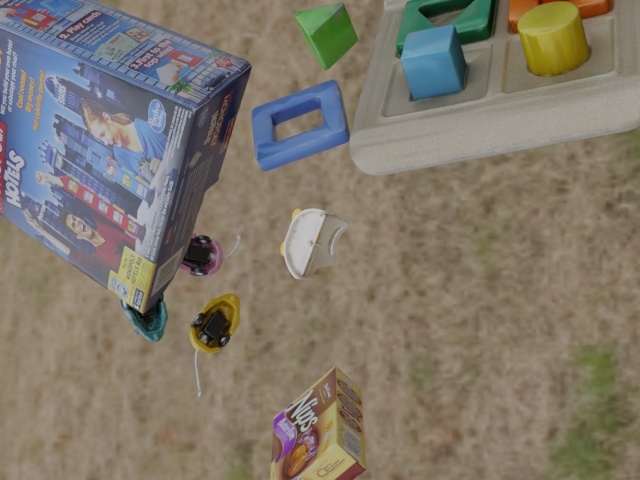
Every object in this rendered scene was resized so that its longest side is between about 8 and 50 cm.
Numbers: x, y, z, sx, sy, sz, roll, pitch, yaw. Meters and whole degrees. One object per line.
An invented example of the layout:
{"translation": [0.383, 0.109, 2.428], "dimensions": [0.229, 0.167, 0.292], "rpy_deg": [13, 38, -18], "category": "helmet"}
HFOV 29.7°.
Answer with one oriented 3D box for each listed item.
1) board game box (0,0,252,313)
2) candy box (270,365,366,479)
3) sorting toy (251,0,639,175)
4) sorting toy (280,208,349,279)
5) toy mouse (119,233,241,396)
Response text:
{"translation": [-0.156, -0.078, 0.757], "dimensions": [0.194, 0.060, 0.194], "rpy_deg": [35, 138, 10], "category": "board game box"}
{"translation": [-0.003, 0.235, 1.404], "dimensions": [0.109, 0.053, 0.186], "rpy_deg": [-42, 17, 15], "category": "candy box"}
{"translation": [0.112, -0.132, 0.752], "dimensions": [0.196, 0.348, 0.047], "rpy_deg": [-78, -29, -45], "category": "sorting toy"}
{"translation": [0.000, 0.000, 1.365], "dimensions": [0.045, 0.075, 0.083], "rpy_deg": [32, 107, 40], "category": "sorting toy"}
{"translation": [-0.138, 0.042, 1.118], "dimensions": [0.031, 0.143, 0.161], "rpy_deg": [-29, 31, 60], "category": "toy mouse"}
